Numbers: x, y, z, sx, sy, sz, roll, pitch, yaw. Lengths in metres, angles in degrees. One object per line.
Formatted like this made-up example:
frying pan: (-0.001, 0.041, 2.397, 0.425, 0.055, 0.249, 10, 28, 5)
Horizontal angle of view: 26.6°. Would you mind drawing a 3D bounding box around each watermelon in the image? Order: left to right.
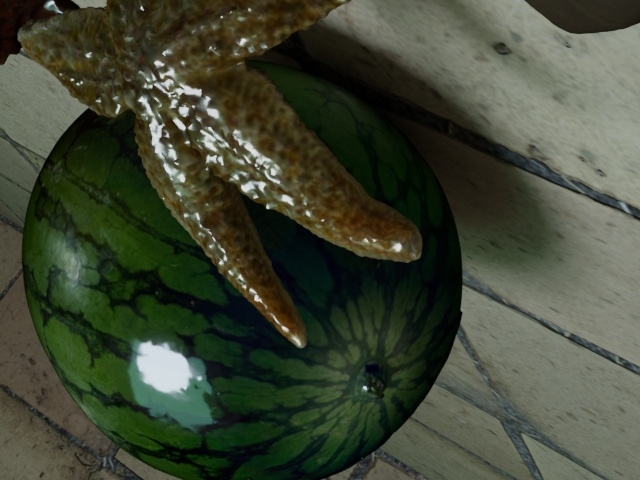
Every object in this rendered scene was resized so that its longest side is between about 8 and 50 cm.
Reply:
watermelon: (-0.058, 0.027, 1.050, 0.363, 0.363, 0.363, 34, 167, 9)

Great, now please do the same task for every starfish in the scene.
starfish: (-0.075, -0.113, 0.800, 0.327, 0.094, 0.375, 11, 116, 33)

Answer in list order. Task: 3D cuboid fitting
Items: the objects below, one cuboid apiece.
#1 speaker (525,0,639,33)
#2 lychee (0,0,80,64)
speaker: (0.056, -0.190, 0.318, 0.231, 0.153, 0.192, 40, 161, -8)
lychee: (-0.276, -0.226, 1.042, 0.238, 0.200, 0.200, 29, 168, -12)
